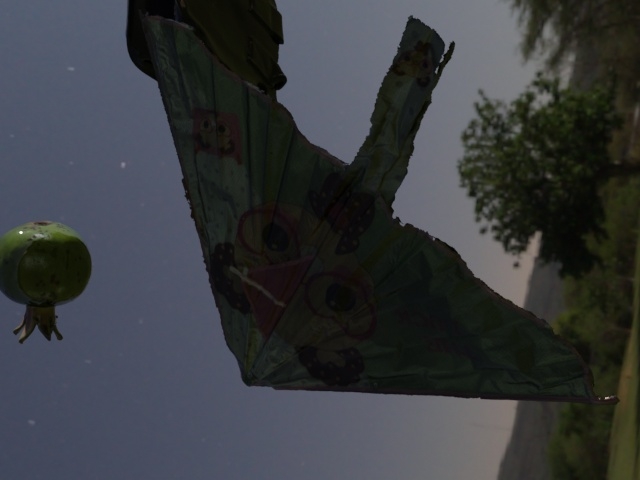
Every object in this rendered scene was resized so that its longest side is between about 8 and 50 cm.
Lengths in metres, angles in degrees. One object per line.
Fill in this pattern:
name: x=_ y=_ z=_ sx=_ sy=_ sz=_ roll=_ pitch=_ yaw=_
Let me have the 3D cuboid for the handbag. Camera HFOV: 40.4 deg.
handbag: x=-0.140 y=-0.308 z=1.133 sx=0.269 sy=0.118 sz=0.325 roll=36 pitch=-138 yaw=-50

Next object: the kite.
kite: x=0.000 y=0.000 z=0.461 sx=0.013 sy=0.323 sz=0.268 roll=-33 pitch=-19 yaw=-48

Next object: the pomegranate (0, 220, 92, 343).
pomegranate: x=-0.516 y=0.077 z=1.609 sx=0.181 sy=0.181 sz=0.224 roll=-9 pitch=-72 yaw=-70
